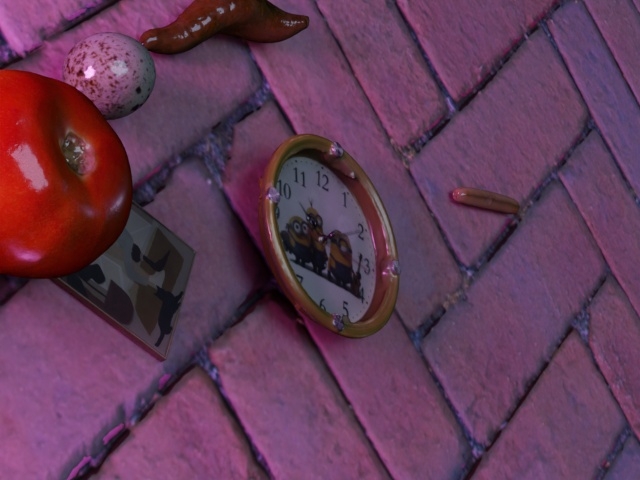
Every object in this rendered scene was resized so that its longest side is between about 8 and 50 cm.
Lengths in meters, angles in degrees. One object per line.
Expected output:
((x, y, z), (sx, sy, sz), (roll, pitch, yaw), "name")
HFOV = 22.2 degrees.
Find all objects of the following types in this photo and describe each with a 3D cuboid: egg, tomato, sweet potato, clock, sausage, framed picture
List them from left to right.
((-0.256, -0.055, 1.407), (0.195, 0.136, 0.195), (39, 38, -40), "tomato")
((-0.203, 0.008, 1.556), (0.201, 0.010, 0.136), (41, 44, -31), "framed picture")
((-0.203, -0.161, 1.581), (0.085, 0.085, 0.110), (62, 31, -7), "egg")
((-0.111, -0.241, 1.765), (0.249, 0.059, 0.069), (-16, 97, -49), "sweet potato")
((0.000, 0.000, 1.776), (0.237, 0.057, 0.237), (29, 51, -43), "clock")
((0.212, -0.052, 2.093), (0.132, 0.024, 0.024), (11, 64, -50), "sausage")
